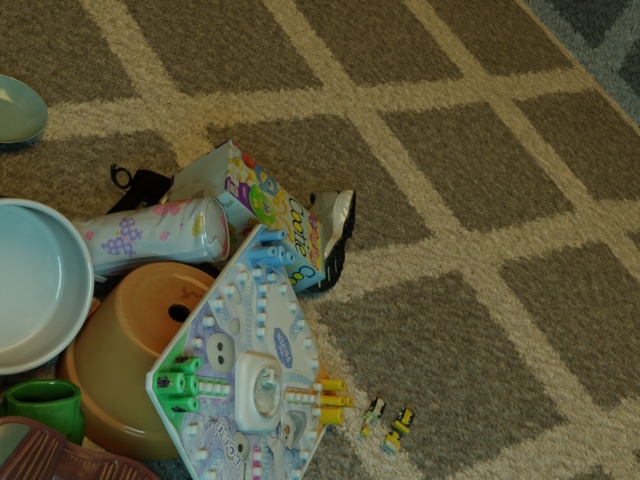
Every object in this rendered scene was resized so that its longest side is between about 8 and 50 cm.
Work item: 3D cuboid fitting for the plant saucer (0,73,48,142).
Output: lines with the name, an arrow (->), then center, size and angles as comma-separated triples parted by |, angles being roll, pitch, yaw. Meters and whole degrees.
plant saucer -> -0.620, -0.243, 1.862 | 0.195, 0.037, 0.195 | 17, 42, -16

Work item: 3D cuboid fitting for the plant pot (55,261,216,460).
plant pot -> -0.252, 0.172, 1.547 | 0.291, 0.203, 0.290 | 16, 44, -16

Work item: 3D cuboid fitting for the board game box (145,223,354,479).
board game box -> -0.083, 0.234, 1.500 | 0.050, 0.389, 0.390 | -5, 32, 28

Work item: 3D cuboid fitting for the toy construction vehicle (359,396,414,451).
toy construction vehicle -> 0.116, 0.327, 1.744 | 0.086, 0.035, 0.098 | 37, 43, -10

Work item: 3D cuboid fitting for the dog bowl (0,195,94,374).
dog bowl -> -0.484, 0.064, 1.473 | 0.265, 0.264, 0.104 | -9, 12, -37

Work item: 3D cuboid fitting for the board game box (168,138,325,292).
board game box -> -0.129, -0.026, 1.772 | 0.275, 0.144, 0.142 | 43, 30, -36

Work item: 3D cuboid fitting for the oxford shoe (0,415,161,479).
oxford shoe -> -0.328, 0.341, 1.329 | 0.348, 0.130, 0.123 | 41, 56, -24

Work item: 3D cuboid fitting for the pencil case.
pencil case -> -0.287, 0.000, 1.613 | 0.273, 0.113, 0.124 | -10, 27, 13

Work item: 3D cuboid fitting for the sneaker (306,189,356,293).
sneaker -> 0.000, 0.000, 1.962 | 0.108, 0.100, 0.271 | 7, 44, 10

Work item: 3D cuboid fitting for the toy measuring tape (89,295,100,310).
toy measuring tape -> -0.506, 0.032, 1.578 | 0.330, 0.121, 0.121 | 14, 43, -28

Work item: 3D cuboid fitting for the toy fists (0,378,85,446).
toy fists -> -0.468, 0.277, 1.367 | 0.279, 0.142, 0.096 | -2, 22, -33

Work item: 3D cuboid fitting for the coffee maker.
coffee maker -> -0.344, -0.039, 1.784 | 0.171, 0.120, 0.178 | 13, 38, 15
